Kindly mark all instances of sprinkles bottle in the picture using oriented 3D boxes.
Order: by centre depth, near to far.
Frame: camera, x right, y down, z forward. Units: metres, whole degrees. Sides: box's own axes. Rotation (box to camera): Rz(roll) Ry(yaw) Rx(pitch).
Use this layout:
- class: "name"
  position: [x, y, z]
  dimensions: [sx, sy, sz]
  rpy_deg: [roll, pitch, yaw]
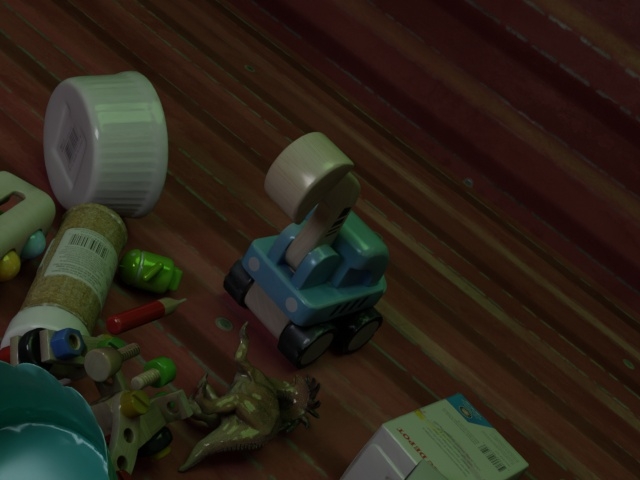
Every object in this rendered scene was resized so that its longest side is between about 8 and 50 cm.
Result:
- class: "sprinkles bottle"
  position: [-0.394, 0.076, 1.438]
  dimensions: [0.121, 0.121, 0.355]
  rpy_deg: [24, 29, -14]

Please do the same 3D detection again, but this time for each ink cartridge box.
- class: "ink cartridge box"
  position: [0.177, 0.382, 1.464]
  dimensions: [0.233, 0.168, 0.171]
  rpy_deg: [-6, 46, -49]

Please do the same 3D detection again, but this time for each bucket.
- class: "bucket"
  position: [-0.346, 0.286, 0.979]
  dimensions: [0.281, 0.183, 0.281]
  rpy_deg: [1, 63, -3]

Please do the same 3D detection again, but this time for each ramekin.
- class: "ramekin"
  position: [-0.403, -0.173, 1.677]
  dimensions: [0.135, 0.277, 0.277]
  rpy_deg: [-6, 46, -37]

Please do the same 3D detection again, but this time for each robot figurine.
- class: "robot figurine"
  position: [-0.305, 0.055, 1.614]
  dimensions: [0.115, 0.067, 0.101]
  rpy_deg: [18, 4, -24]

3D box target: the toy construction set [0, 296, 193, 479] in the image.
- class: "toy construction set"
  position: [-0.266, 0.189, 1.224]
  dimensions: [0.257, 0.309, 0.237]
  rpy_deg: [47, 26, 11]

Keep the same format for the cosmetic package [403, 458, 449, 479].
- class: "cosmetic package"
  position: [0.068, 0.475, 1.165]
  dimensions: [0.156, 0.217, 0.385]
  rpy_deg: [38, 27, 12]

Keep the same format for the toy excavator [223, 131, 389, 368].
- class: "toy excavator"
  position: [0.000, 0.000, 1.602]
  dimensions: [0.222, 0.445, 0.433]
  rpy_deg: [45, 31, 24]

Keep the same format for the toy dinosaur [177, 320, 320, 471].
- class: "toy dinosaur"
  position: [-0.099, 0.269, 1.431]
  dimensions: [0.200, 0.127, 0.295]
  rpy_deg: [38, 34, -3]

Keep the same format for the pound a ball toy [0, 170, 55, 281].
- class: "pound a ball toy"
  position: [-0.510, -0.005, 1.360]
  dimensions: [0.136, 0.208, 0.319]
  rpy_deg: [31, 28, 0]
